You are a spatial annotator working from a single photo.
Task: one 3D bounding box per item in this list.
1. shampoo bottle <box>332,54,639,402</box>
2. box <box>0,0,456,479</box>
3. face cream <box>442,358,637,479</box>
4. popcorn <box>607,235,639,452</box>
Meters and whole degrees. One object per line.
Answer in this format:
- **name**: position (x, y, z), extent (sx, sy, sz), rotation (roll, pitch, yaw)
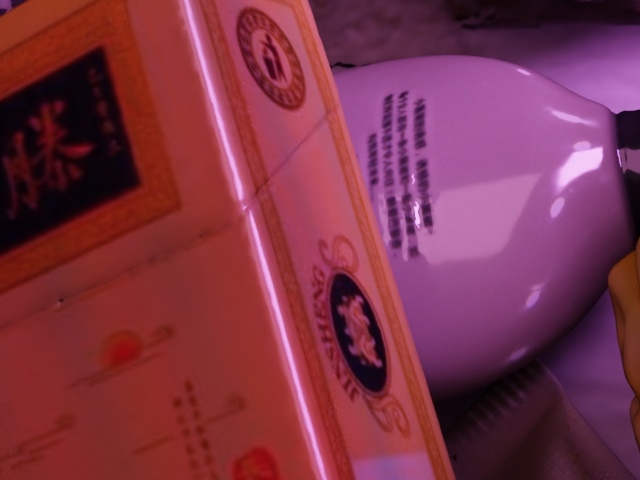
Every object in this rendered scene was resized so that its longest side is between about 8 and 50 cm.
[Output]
- **shampoo bottle**: position (0.000, 0.000, 0.532), extent (0.257, 0.078, 0.127), rotation (-11, 53, 17)
- **box**: position (-0.054, 0.076, 0.441), extent (0.174, 0.076, 0.274), rotation (-23, 75, 26)
- **face cream**: position (0.115, 0.174, 0.408), extent (0.137, 0.084, 0.341), rotation (-47, 51, 0)
- **popcorn**: position (0.190, 0.020, 0.393), extent (0.256, 0.195, 0.255), rotation (-10, 46, -20)
